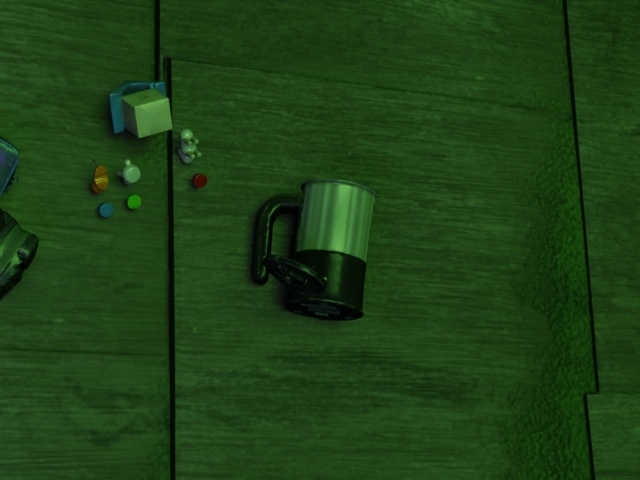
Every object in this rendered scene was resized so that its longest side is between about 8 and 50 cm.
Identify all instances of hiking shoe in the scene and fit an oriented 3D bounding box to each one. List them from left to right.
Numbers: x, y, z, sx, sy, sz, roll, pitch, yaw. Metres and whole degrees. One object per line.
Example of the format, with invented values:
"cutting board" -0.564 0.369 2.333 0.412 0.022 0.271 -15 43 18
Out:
"hiking shoe" -0.373 0.045 1.339 0.114 0.086 0.227 45 70 3

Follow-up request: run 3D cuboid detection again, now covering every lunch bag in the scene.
"lunch bag" -0.336 -0.078 1.399 0.098 0.065 0.067 30 90 -17

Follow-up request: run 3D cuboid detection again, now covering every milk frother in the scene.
"milk frother" 0.000 0.000 1.496 0.129 0.143 0.135 11 74 -15

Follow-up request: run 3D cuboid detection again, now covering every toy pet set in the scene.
"toy pet set" -0.189 -0.100 1.494 0.122 0.065 0.114 -18 119 -26
